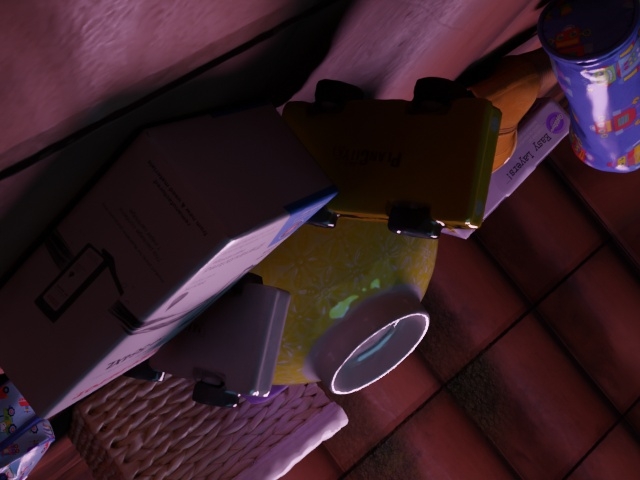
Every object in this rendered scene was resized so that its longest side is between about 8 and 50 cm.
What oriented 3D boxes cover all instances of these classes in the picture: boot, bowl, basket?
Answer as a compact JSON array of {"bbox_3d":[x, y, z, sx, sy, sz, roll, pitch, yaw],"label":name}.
[{"bbox_3d":[0.190,-0.145,1.386,0.211,0.104,0.295,-28,165,-34],"label":"boot"},{"bbox_3d":[0.011,0.050,0.971,0.289,0.156,0.289,-30,154,-17],"label":"bowl"},{"bbox_3d":[-0.193,0.297,1.592,0.331,0.266,0.328,-37,175,-23],"label":"basket"}]

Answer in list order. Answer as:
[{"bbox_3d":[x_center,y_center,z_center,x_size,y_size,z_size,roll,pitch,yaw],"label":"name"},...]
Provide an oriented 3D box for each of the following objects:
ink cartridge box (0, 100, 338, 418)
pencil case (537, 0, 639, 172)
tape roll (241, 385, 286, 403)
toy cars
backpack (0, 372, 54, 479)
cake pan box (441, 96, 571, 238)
[{"bbox_3d":[-0.108,0.010,0.672,0.203,0.086,0.148,-42,174,30],"label":"ink cartridge box"},{"bbox_3d":[0.354,-0.201,1.291,0.119,0.133,0.306,-18,151,14],"label":"pencil case"},{"bbox_3d":[-0.037,0.086,1.383,0.275,0.090,0.275,-46,-171,9],"label":"tape roll"},{"bbox_3d":[-0.014,0.011,0.759,0.087,0.176,0.394,17,132,-44],"label":"toy cars"},{"bbox_3d":[-0.290,0.191,0.833,0.173,0.117,0.158,-37,176,-46],"label":"backpack"},{"bbox_3d":[0.265,-0.123,1.665,0.267,0.070,0.246,-45,-166,-3],"label":"cake pan box"}]
